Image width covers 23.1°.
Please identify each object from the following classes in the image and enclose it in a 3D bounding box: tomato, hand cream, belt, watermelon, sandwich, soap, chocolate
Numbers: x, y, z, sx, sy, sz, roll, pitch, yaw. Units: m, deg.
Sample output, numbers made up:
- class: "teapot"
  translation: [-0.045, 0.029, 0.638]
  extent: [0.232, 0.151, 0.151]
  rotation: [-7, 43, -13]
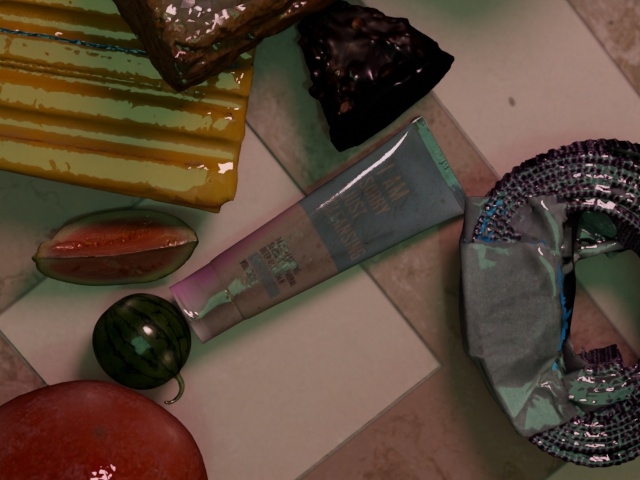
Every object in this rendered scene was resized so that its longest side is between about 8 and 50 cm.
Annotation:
- class: "tomato"
  translation: [-0.233, 0.271, 1.523]
  extent: [0.265, 0.265, 0.264]
  rotation: [-1, 99, -3]
- class: "hand cream"
  translation: [0.000, 0.000, 1.587]
  extent: [0.312, 0.070, 0.111]
  rotation: [-32, 96, -2]
- class: "belt"
  translation: [0.270, 0.062, 1.581]
  extent: [0.260, 0.122, 0.324]
  rotation: [-3, 100, 5]
- class: "watermelon"
  translation: [-0.174, 0.103, 1.574]
  extent: [0.109, 0.109, 0.109]
  rotation: [-1, 99, -3]
- class: "watermelon"
  translation: [-0.204, 0.000, 1.575]
  extent: [0.163, 0.087, 0.069]
  rotation: [-6, 68, -4]
- class: "sandwich"
  translation: [-0.113, -0.332, 1.446]
  extent: [0.262, 0.131, 0.325]
  rotation: [-33, 81, -16]
- class: "soap"
  translation: [-0.229, -0.155, 1.532]
  extent: [0.324, 0.096, 0.204]
  rotation: [10, 96, -5]
- class: "chocolate"
  translation: [0.033, -0.179, 1.537]
  extent: [0.156, 0.156, 0.133]
  rotation: [-40, 82, 3]
